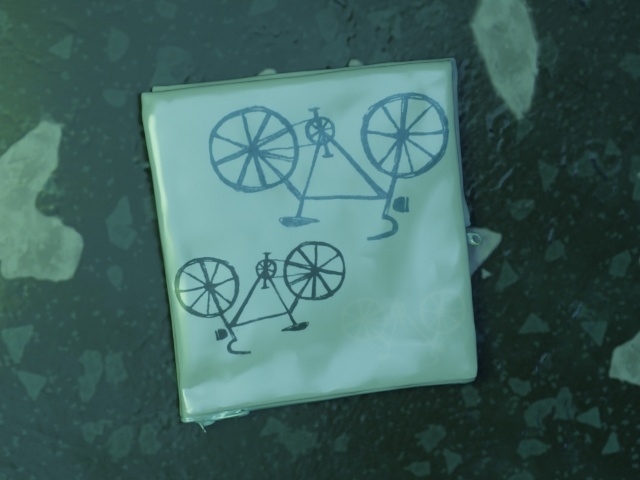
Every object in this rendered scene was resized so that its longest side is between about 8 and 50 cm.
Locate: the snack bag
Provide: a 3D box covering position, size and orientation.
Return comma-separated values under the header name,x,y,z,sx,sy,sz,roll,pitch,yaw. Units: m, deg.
name,x,y,z,sx,sy,sz,roll,pitch,yaw
snack bag,0.000,0.000,1.639,0.323,0.037,0.343,-8,95,-10
